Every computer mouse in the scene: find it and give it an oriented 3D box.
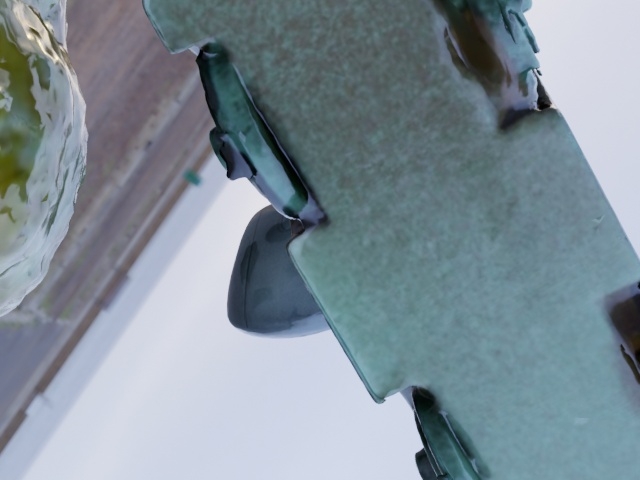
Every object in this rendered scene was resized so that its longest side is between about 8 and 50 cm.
[{"bbox_3d":[0.000,0.000,1.478,0.371,0.188,0.122,-50,133,-67],"label":"computer mouse"}]

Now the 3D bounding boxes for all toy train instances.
[{"bbox_3d":[0.054,-0.013,0.496,0.129,0.326,0.159,-29,-170,9],"label":"toy train"}]

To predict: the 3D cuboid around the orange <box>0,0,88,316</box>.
[{"bbox_3d":[-0.213,-0.081,0.548,0.271,0.210,0.368,157,-74,-70],"label":"orange"}]
